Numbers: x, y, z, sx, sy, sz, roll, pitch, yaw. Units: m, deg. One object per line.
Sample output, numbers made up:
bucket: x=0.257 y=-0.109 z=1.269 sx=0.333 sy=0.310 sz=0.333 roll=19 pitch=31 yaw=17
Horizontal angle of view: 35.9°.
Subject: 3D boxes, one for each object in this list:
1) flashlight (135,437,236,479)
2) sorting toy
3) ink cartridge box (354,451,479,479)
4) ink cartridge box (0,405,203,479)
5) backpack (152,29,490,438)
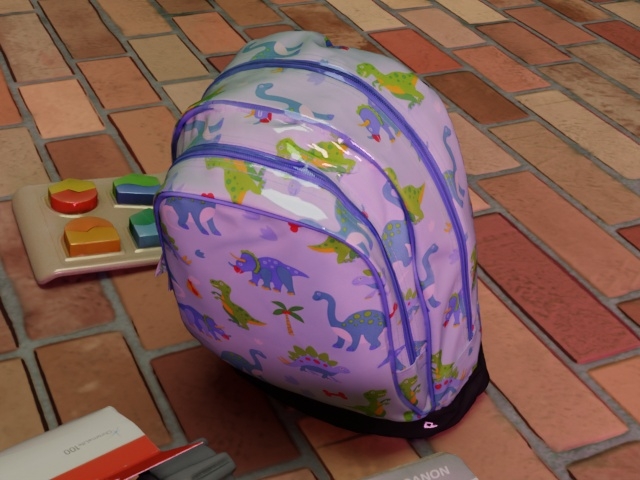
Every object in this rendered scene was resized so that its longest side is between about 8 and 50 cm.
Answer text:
flashlight: x=-0.190 y=0.238 z=0.697 sx=0.304 sy=0.103 sz=0.103 roll=-26 pitch=41 yaw=-35
sorting toy: x=-0.241 y=-0.029 z=1.150 sx=0.208 sy=0.038 sz=0.193 roll=-11 pitch=36 yaw=-21
ink cartridge box: x=0.011 y=0.286 z=0.550 sx=0.309 sy=0.130 sz=0.272 roll=-12 pitch=34 yaw=-21
ink cartridge box: x=-0.214 y=0.171 z=0.705 sx=0.189 sy=0.232 sz=0.066 roll=-21 pitch=81 yaw=-35
backpack: x=0.000 y=0.000 z=0.845 sx=0.290 sy=0.356 sz=0.273 roll=21 pitch=38 yaw=23
